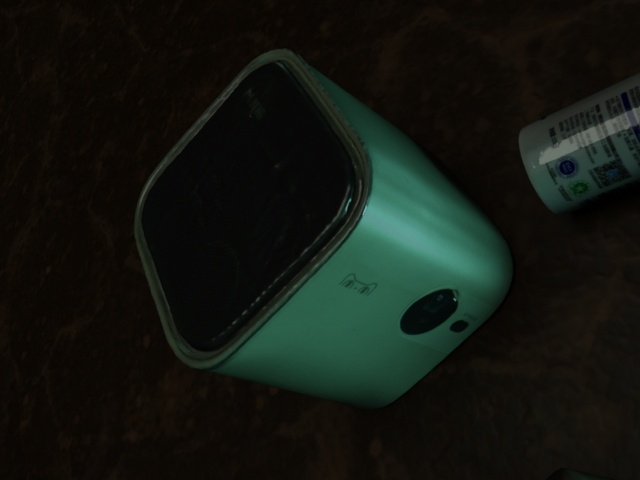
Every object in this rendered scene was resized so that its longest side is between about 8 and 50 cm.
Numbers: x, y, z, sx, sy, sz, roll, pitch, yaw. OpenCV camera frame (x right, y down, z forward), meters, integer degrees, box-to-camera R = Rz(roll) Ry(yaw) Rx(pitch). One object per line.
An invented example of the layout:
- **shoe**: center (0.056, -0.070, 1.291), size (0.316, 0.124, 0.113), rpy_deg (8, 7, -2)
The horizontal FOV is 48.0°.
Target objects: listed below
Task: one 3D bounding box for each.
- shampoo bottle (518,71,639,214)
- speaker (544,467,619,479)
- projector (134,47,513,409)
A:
- **shampoo bottle**: center (0.318, -0.117, 0.582), size (0.303, 0.092, 0.092), rpy_deg (-26, 56, 33)
- **speaker**: center (0.182, 0.257, 0.439), size (0.192, 0.231, 0.153), rpy_deg (-48, 46, 16)
- **projector**: center (0.000, 0.000, 0.712), size (0.248, 0.249, 0.248), rpy_deg (-46, 48, 18)
